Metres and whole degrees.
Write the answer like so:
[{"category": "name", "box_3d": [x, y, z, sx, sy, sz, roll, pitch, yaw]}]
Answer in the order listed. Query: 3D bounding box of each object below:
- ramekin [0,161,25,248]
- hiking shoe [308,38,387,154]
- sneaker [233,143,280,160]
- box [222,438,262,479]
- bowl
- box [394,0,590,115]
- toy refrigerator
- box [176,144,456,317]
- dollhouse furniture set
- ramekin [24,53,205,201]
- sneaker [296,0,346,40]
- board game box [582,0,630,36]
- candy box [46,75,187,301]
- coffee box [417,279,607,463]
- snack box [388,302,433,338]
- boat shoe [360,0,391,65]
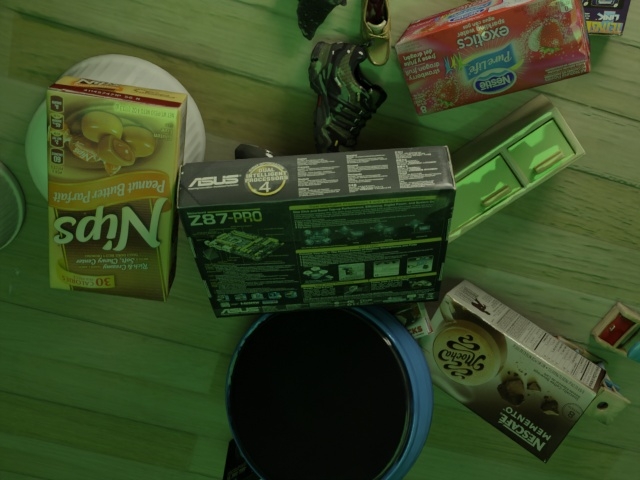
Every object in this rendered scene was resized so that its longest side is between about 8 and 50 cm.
[{"category": "ramekin", "box_3d": [-0.629, -0.050, 1.202, 0.207, 0.109, 0.207, 0, 117, 0]}, {"category": "hiking shoe", "box_3d": [0.049, -0.205, 1.123, 0.114, 0.086, 0.227, 1, 117, 19]}, {"category": "sneaker", "box_3d": [-0.037, -0.064, 1.186, 0.267, 0.101, 0.106, 25, 83, -3]}, {"category": "box", "box_3d": [-0.104, 0.441, 1.421, 0.180, 0.147, 0.077, -34, 112, 17]}, {"category": "bowl", "box_3d": [0.004, 0.284, 1.262, 0.391, 0.077, 0.391, -2, 86, 21]}, {"category": "box", "box_3d": [0.255, -0.287, 1.031, 0.257, 0.128, 0.122, -11, 117, 26]}, {"category": "toy refrigerator", "box_3d": [0.290, -0.116, 1.172, 0.269, 0.094, 0.102, -34, 111, 15]}, {"category": "box", "box_3d": [0.000, 0.000, 1.108, 0.395, 0.097, 0.318, -4, 146, 2]}, {"category": "dollhouse furniture set", "box_3d": [0.529, 0.220, 1.317, 0.129, 0.129, 0.184, 27, 115, -12]}, {"category": "ramekin", "box_3d": [-0.334, -0.149, 1.137, 0.277, 0.135, 0.277, 0, 117, 0]}, {"category": "sneaker", "box_3d": [0.015, -0.393, 1.063, 0.170, 0.051, 0.089, -39, 110, 23]}, {"category": "board game box", "box_3d": [0.385, -0.389, 1.062, 0.170, 0.048, 0.141, 3, 118, -1]}, {"category": "candy box", "box_3d": [-0.305, -0.071, 1.050, 0.183, 0.087, 0.316, 8, 115, -4]}, {"category": "coffee box", "box_3d": [0.329, 0.228, 1.257, 0.297, 0.119, 0.168, 35, 116, 18]}, {"category": "snack box", "box_3d": [0.125, 0.164, 1.296, 0.178, 0.022, 0.064, -26, 79, 40]}, {"category": "boat shoe", "box_3d": [0.085, -0.336, 1.091, 0.050, 0.045, 0.135, -8, 116, 4]}]
